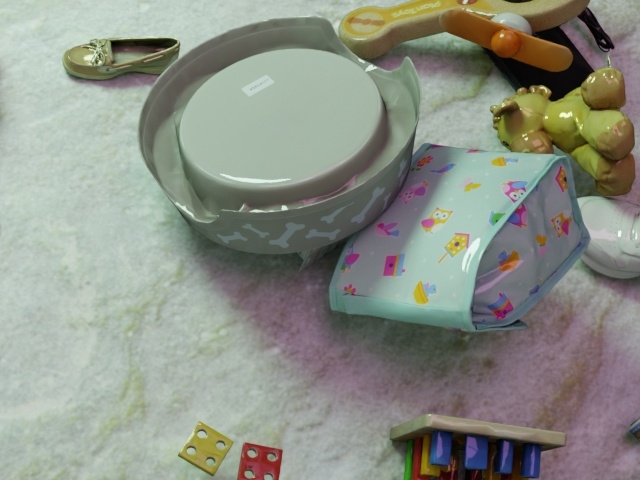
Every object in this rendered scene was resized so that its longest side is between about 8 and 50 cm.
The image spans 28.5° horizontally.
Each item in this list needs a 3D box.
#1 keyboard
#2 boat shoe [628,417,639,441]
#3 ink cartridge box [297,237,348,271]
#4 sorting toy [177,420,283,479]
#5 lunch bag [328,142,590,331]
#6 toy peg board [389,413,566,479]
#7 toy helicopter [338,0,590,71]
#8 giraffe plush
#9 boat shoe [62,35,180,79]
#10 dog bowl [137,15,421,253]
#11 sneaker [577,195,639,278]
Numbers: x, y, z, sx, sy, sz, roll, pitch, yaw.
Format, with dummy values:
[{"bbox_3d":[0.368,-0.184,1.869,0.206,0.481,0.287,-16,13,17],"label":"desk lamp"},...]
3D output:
[{"bbox_3d":[0.327,-0.303,1.850,0.201,0.033,0.317,-26,71,-19],"label":"keyboard"},{"bbox_3d":[0.470,0.226,1.562,0.183,0.066,0.066,-13,66,-21],"label":"boat shoe"},{"bbox_3d":[0.000,0.000,1.576,0.083,0.048,0.028,-33,74,-29],"label":"ink cartridge box"},{"bbox_3d":[-0.116,0.335,1.355,0.132,0.046,0.275,10,59,-9],"label":"sorting toy"},{"bbox_3d":[0.160,0.014,1.500,0.223,0.160,0.262,8,43,41],"label":"lunch bag"},{"bbox_3d":[0.172,0.253,1.422,0.161,0.160,0.079,9,75,-10],"label":"toy peg board"},{"bbox_3d":[0.201,-0.311,1.739,0.355,0.140,0.235,-15,49,1],"label":"toy helicopter"},{"bbox_3d":[0.315,-0.151,1.670,0.170,0.181,0.210,-8,48,7],"label":"giraffe plush"},{"bbox_3d":[-0.260,-0.245,1.648,0.153,0.048,0.056,-1,61,-16],"label":"boat shoe"},{"bbox_3d":[-0.044,-0.128,1.541,0.348,0.102,0.349,-5,47,6],"label":"dog bowl"},{"bbox_3d":[0.468,-0.005,1.645,0.305,0.152,0.114,18,60,-3],"label":"sneaker"}]
